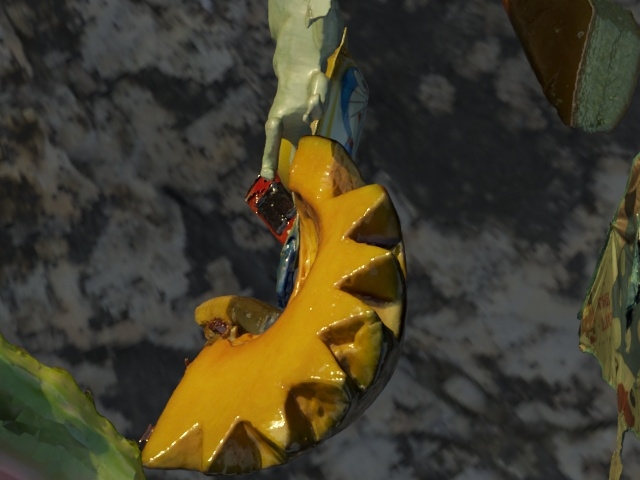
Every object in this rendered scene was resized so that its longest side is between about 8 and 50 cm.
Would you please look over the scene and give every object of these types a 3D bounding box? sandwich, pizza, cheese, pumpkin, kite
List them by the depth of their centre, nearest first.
[{"bbox_3d":[0.189,0.092,1.174,0.011,0.335,0.314,1,109,-1],"label":"kite"},{"bbox_3d":[0.009,0.073,1.189,0.254,0.130,0.149,-65,145,-28],"label":"pumpkin"},{"bbox_3d":[0.233,-0.209,1.733,0.090,0.244,0.088,13,133,-40],"label":"sandwich"},{"bbox_3d":[-0.007,-0.070,1.793,0.069,0.177,0.270,14,81,3],"label":"cheese"},{"bbox_3d":[-0.090,0.156,2.051,0.069,0.154,0.194,-10,100,-39],"label":"pizza"}]

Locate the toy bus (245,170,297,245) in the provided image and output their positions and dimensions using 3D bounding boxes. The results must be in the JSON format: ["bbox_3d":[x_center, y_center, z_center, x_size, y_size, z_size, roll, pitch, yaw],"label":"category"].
[{"bbox_3d":[0.000,0.000,2.092,0.096,0.235,0.073,30,103,-44],"label":"toy bus"}]

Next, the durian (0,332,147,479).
[{"bbox_3d":[-0.198,0.127,0.934,0.355,0.169,0.157,29,101,-38],"label":"durian"}]

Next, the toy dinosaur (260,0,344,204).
[{"bbox_3d":[-0.010,-0.155,1.246,0.053,0.167,0.242,1,77,5],"label":"toy dinosaur"}]
